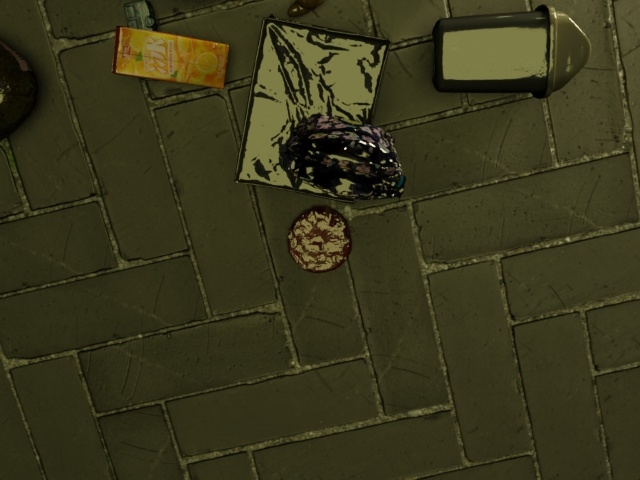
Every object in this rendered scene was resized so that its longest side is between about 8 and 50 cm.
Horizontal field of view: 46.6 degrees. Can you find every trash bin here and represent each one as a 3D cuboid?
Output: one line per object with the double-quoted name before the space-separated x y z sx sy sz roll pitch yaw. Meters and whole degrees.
"trash bin" 0.373 -0.374 1.490 0.291 0.209 0.182 -1 104 6

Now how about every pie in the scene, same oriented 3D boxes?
"pie" 0.000 0.000 1.657 0.155 0.036 0.154 0 102 0

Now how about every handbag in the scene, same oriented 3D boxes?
"handbag" 0.040 -0.149 1.330 0.229 0.207 0.126 11 107 -6

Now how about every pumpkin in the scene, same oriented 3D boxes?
"pumpkin" -0.725 -0.308 1.518 0.261 0.189 0.260 0 104 1

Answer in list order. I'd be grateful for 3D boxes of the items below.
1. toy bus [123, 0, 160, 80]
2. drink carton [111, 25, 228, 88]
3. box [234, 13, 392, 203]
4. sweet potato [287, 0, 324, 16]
"toy bus" -0.368 -0.418 1.564 0.065 0.047 0.165 -8 101 5
"drink carton" -0.306 -0.373 1.519 0.223 0.071 0.096 3 103 -24
"box" -0.018 -0.268 1.512 0.251 0.204 0.344 10 103 -3
"sweet potato" 0.004 -0.598 1.498 0.124 0.098 0.309 27 100 -28
